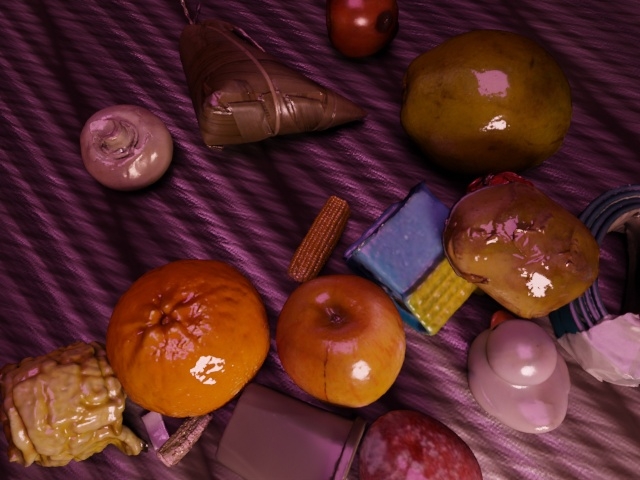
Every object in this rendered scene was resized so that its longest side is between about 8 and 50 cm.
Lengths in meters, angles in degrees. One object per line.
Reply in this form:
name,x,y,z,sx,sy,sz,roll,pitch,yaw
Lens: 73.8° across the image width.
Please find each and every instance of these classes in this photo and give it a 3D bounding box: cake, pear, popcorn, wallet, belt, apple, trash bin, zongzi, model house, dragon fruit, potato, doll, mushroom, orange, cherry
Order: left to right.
popcorn,-0.542,0.347,0.914,0.236,0.293,0.293,-17,68,-34
mushroom,-0.528,-0.255,1.145,0.245,0.202,0.246,0,81,0
wallet,-0.383,0.438,0.992,0.044,0.011,0.083,-30,71,-6
cake,-0.306,0.448,0.977,0.051,0.055,0.140,36,60,16
orange,-0.278,0.198,0.914,0.340,0.293,0.341,0,65,-1
zongzi,-0.159,-0.486,1.246,0.466,0.218,0.500,-7,56,-25
trash bin,-0.057,0.422,0.872,0.250,0.219,0.220,19,71,17
apple,0.040,0.205,0.905,0.285,0.233,0.286,-8,49,10
apple,0.122,-0.656,1.228,0.229,0.230,0.230,-1,71,4
cherry,0.194,0.477,0.833,0.236,0.213,0.285,-28,69,-41
model house,0.234,0.051,0.982,0.303,0.215,0.237,45,78,7
pear,0.403,-0.334,1.044,0.412,0.352,0.352,10,72,-3
dragon fruit,0.434,-0.077,1.026,0.209,0.172,0.173,15,67,-34
doll,0.420,0.269,0.889,0.220,0.221,0.251,-15,72,-1
potato,0.410,0.018,0.840,0.299,0.196,0.247,29,89,-26
belt,0.681,0.096,0.951,0.299,0.173,0.437,11,69,17

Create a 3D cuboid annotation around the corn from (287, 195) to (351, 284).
corn,0.000,0.000,1.079,0.081,0.081,0.249,27,74,12
